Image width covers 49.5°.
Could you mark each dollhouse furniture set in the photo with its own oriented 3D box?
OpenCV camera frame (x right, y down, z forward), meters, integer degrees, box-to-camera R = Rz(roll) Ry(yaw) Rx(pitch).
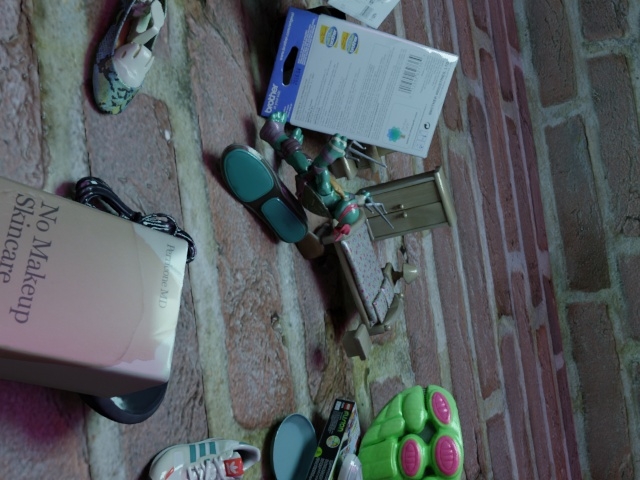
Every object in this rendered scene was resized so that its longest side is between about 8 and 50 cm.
[{"bbox_3d":[0.120,-0.020,1.216,0.355,0.174,0.303,-56,129,-61],"label":"dollhouse furniture set"}]

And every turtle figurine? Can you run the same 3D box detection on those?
[{"bbox_3d":[0.009,-0.098,1.074,0.118,0.234,0.175,-40,155,-14],"label":"turtle figurine"}]

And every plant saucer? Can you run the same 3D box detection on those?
[{"bbox_3d":[-0.044,0.324,1.057,0.119,0.021,0.119,20,66,-55],"label":"plant saucer"}]

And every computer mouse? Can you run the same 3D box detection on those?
[{"bbox_3d":[-0.229,0.079,0.787,0.188,0.072,0.272,37,40,-46],"label":"computer mouse"}]

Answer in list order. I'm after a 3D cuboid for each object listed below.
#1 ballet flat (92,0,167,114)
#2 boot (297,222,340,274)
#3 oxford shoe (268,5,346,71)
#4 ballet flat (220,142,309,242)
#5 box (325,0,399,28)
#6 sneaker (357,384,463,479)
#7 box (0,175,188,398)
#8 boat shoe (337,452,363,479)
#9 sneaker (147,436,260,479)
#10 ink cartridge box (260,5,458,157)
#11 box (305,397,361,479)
[{"bbox_3d":[-0.232,-0.244,0.862,0.070,0.070,0.188,36,53,-49],"label":"ballet flat"},{"bbox_3d":[0.000,0.000,1.204,0.118,0.042,0.087,60,31,-32],"label":"boot"},{"bbox_3d":[-0.018,-0.366,1.212,0.227,0.096,0.082,-57,131,-46],"label":"oxford shoe"},{"bbox_3d":[-0.089,-0.079,1.065,0.213,0.072,0.068,53,14,-39],"label":"ballet flat"},{"bbox_3d":[-0.007,-0.484,1.126,0.290,0.087,0.169,51,25,22],"label":"box"},{"bbox_3d":[0.151,0.488,1.204,0.202,0.186,0.482,21,75,-77],"label":"sneaker"},{"bbox_3d":[-0.280,0.031,0.579,0.311,0.121,0.147,20,61,-37],"label":"box"},{"bbox_3d":[0.057,0.417,1.078,0.066,0.063,0.184,-31,126,-67],"label":"boat shoe"},{"bbox_3d":[-0.140,0.279,0.862,0.161,0.075,0.057,3,80,-58],"label":"sneaker"},{"bbox_3d":[0.063,-0.264,1.173,0.311,0.065,0.185,10,107,-22],"label":"ink cartridge box"},{"bbox_3d":[0.015,0.367,1.096,0.207,0.036,0.114,-65,154,-43],"label":"box"}]
